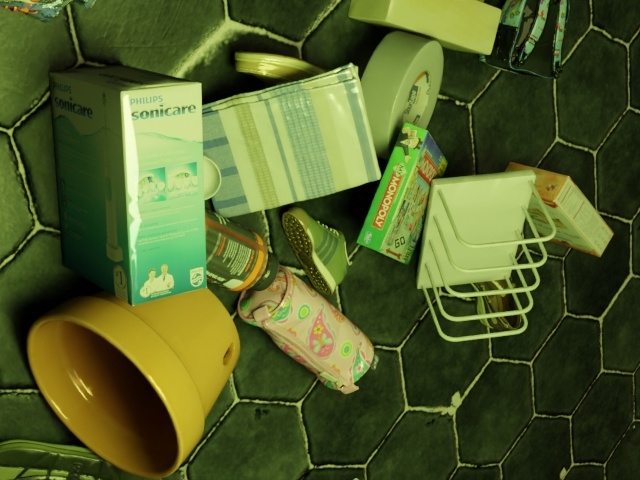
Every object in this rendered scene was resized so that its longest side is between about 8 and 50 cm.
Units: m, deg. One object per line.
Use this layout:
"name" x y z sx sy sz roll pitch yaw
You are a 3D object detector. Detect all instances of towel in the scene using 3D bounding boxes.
"towel" -0.057 -0.153 1.569 0.285 0.034 0.209 -14 121 5

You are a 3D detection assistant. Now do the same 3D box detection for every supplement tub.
"supplement tub" -0.157 0.019 1.592 0.198 0.106 0.106 28 86 -41

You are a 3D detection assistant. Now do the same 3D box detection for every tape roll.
"tape roll" 0.134 -0.247 1.709 0.219 0.072 0.219 -53 155 -38

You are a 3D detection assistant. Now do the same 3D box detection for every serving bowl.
"serving bowl" -0.196 -0.103 1.554 0.083 0.027 0.083 0 122 0

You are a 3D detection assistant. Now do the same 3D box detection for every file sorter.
"file sorter" 0.302 0.036 1.833 0.193 0.173 0.277 -6 136 -9

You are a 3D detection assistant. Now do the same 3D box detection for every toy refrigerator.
"toy refrigerator" 0.187 -0.403 1.743 0.270 0.102 0.094 7 99 -40

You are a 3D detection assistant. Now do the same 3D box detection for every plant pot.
"plant pot" -0.256 0.173 1.465 0.203 0.291 0.290 -44 129 -41

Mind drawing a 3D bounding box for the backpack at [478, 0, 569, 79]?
"backpack" 0.397 -0.409 1.905 0.158 0.117 0.173 4 102 -40

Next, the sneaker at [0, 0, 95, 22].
"sneaker" -0.384 -0.326 1.311 0.221 0.083 0.087 -21 125 -30

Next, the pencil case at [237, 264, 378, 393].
"pencil case" -0.020 0.160 1.742 0.124 0.124 0.284 -55 130 -12

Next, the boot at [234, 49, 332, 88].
"boot" -0.051 -0.192 1.624 0.262 0.095 0.203 12 98 -44

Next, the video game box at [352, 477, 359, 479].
"video game box" 0.030 0.607 1.981 0.187 0.048 0.205 -28 121 -33

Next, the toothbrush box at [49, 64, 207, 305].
"toothbrush box" -0.270 -0.085 1.391 0.126 0.216 0.295 -14 112 -37

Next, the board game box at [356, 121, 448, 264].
"board game box" 0.151 -0.072 1.748 0.213 0.046 0.317 -68 166 1

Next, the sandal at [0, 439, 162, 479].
"sandal" -0.375 0.365 1.547 0.303 0.086 0.120 27 92 -27

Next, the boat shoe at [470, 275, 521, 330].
"boat shoe" 0.362 0.080 2.051 0.095 0.095 0.257 -41 126 -23

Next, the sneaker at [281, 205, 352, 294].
"sneaker" 0.000 0.000 1.751 0.086 0.064 0.192 -46 129 -29

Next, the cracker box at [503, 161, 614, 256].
"cracker box" 0.489 -0.064 2.070 0.232 0.156 0.067 41 78 -40
